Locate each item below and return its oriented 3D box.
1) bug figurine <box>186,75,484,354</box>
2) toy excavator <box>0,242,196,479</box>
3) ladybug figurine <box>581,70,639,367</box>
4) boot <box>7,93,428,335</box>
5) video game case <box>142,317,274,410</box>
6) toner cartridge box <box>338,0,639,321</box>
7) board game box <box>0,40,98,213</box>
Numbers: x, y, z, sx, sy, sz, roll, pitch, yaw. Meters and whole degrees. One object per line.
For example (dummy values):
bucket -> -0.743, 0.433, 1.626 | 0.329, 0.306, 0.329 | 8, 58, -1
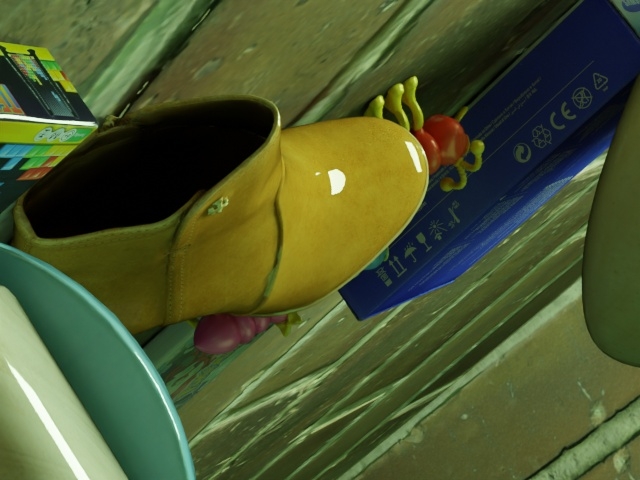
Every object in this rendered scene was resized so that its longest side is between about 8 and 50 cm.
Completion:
bug figurine -> 0.000, 0.000, 1.238 | 0.216, 0.072, 0.279 | -30, 168, -25
toy excavator -> -0.244, 0.167, 0.711 | 0.433, 0.222, 0.445 | -33, 177, -2
ladybug figurine -> 0.348, -0.098, 1.261 | 0.449, 0.162, 0.305 | -62, 151, -9
boot -> -0.038, -0.026, 0.944 | 0.295, 0.104, 0.211 | -26, 166, -23
video game case -> -0.113, 0.101, 1.438 | 0.201, 0.023, 0.183 | -41, 167, 27
toner cartridge box -> 0.160, -0.074, 1.392 | 0.348, 0.075, 0.165 | -43, 167, 33
board game box -> -0.186, -0.021, 0.672 | 0.141, 0.048, 0.170 | -40, 168, 18
